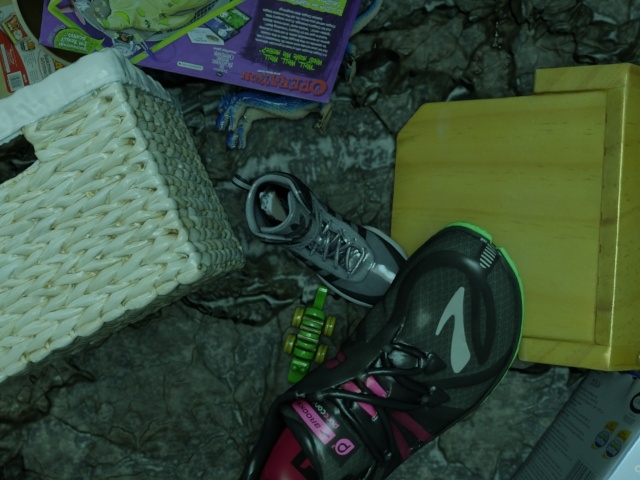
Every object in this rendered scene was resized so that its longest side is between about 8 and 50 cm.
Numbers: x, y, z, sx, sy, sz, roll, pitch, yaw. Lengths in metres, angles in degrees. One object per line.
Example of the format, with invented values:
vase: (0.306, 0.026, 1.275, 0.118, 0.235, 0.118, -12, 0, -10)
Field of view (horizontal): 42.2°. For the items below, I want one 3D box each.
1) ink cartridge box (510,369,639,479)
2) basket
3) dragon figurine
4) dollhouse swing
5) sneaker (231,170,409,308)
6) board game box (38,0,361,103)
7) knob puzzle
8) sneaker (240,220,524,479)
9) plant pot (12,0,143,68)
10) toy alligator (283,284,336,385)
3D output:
ink cartridge box: (0.342, 0.299, 0.966, 0.151, 0.270, 0.395, 34, 91, 3)
basket: (-0.293, -0.017, 0.995, 0.328, 0.331, 0.266, -27, 88, 3)
dragon figurine: (-0.029, -0.239, 1.103, 0.144, 0.085, 0.289, 28, 92, 4)
dollhouse swing: (0.307, -0.023, 1.086, 0.315, 0.305, 0.347, 5, 87, -37)
sneaker: (0.000, 0.000, 1.042, 0.268, 0.153, 0.101, 36, 96, 16)
board game box: (-0.128, -0.285, 0.938, 0.347, 0.056, 0.208, 9, 120, -17)
knob puzzle: (-0.374, -0.280, 1.157, 0.213, 0.030, 0.213, 0, 87, 5)
sneaker: (0.064, 0.192, 0.963, 0.185, 0.202, 0.483, 39, 111, 14)
plant pot: (-0.294, -0.379, 1.047, 0.237, 0.237, 0.254, -37, 51, 2)
toy alligator: (-0.023, 0.153, 1.106, 0.056, 0.051, 0.189, 17, 89, 5)
